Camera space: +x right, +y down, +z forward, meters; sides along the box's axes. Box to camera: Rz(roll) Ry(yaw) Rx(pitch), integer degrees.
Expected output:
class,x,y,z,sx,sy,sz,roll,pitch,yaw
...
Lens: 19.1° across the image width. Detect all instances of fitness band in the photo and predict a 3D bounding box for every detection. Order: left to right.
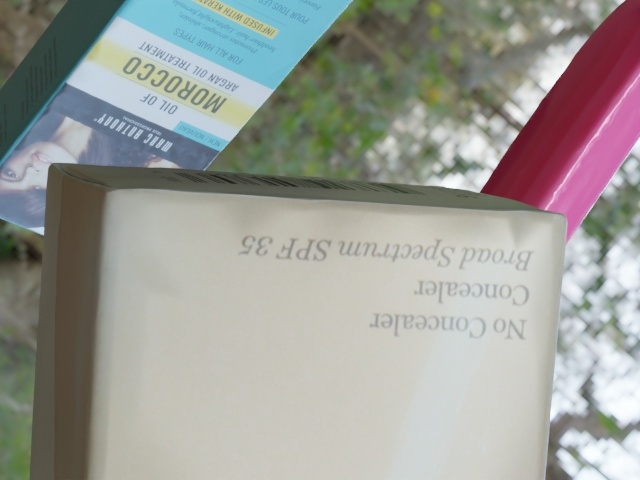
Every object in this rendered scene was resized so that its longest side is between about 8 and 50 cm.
class,x,y,z,sx,sy,sz,roll,pitch,yaw
fitness band,0.159,0.015,0.836,0.291,0.209,0.054,-56,-145,-6

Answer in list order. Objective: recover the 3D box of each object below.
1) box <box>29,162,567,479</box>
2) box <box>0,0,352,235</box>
class,x,y,z,sx,sy,sz,roll,pitch,yaw
box,-0.020,0.135,0.603,0.121,0.148,0.311,-160,-108,-73
box,-0.083,-0.096,0.995,0.244,0.100,0.060,-47,-145,32
